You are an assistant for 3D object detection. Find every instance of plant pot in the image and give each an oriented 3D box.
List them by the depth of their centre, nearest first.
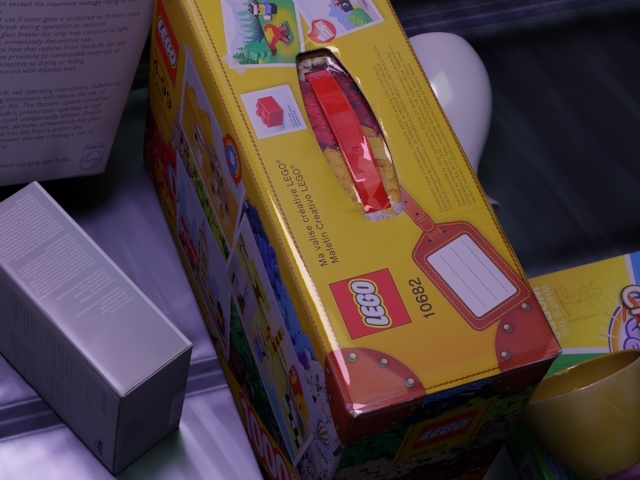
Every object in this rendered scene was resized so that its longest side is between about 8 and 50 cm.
[{"bbox_3d":[0.265,0.174,1.462,0.134,0.134,0.095,-23,91,-21],"label":"plant pot"}]

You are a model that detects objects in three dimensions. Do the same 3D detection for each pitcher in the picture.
[{"bbox_3d":[0.106,-0.119,1.694,0.177,0.125,0.207,-5,70,5],"label":"pitcher"}]

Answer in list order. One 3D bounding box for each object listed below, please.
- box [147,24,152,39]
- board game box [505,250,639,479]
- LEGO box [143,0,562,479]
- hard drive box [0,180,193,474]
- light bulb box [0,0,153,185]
[{"bbox_3d":[-0.131,-0.320,1.695,0.213,0.243,0.117,31,60,11],"label":"box"},{"bbox_3d":[0.330,0.135,1.598,0.316,0.064,0.242,-14,62,-17],"label":"board game box"},{"bbox_3d":[0.000,0.000,1.445,0.193,0.372,0.500,-15,62,-17],"label":"LEGO box"},{"bbox_3d":[-0.237,0.087,1.468,0.089,0.181,0.232,-36,71,-27],"label":"hard drive box"},{"bbox_3d":[-0.345,-0.299,1.515,0.225,0.361,0.358,-11,46,-41],"label":"light bulb box"}]
